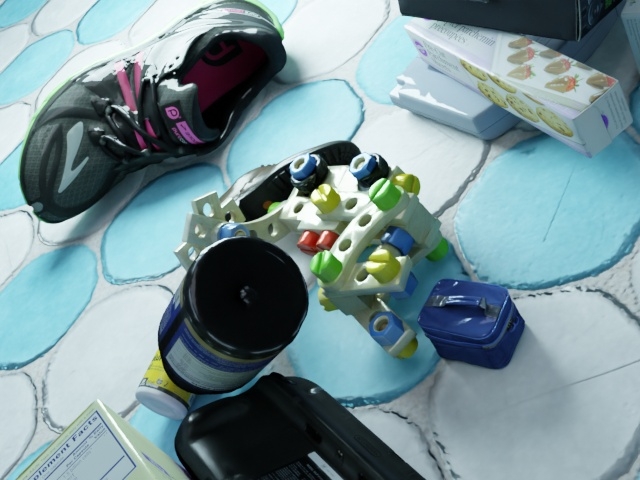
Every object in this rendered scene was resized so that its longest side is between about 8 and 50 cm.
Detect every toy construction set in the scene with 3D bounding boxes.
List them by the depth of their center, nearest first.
[{"bbox_3d":[0.000,0.000,1.004,0.328,0.151,0.215,13,66,35],"label":"toy construction set"}]

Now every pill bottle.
[{"bbox_3d":[-0.101,0.089,0.919,0.123,0.123,0.219,-65,8,-29],"label":"pill bottle"},{"bbox_3d":[-0.163,0.144,1.038,0.065,0.065,0.116,0,52,36],"label":"pill bottle"}]

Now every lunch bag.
[{"bbox_3d":[0.149,0.079,0.871,0.098,0.065,0.067,5,56,40],"label":"lunch bag"}]

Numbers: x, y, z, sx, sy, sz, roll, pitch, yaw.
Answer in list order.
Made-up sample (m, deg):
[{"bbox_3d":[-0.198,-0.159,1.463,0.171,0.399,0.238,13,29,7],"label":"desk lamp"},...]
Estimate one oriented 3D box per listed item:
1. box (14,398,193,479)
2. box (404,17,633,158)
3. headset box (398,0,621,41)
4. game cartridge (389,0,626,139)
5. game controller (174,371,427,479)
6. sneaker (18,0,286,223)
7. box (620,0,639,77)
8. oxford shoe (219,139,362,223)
[{"bbox_3d":[-0.125,0.287,0.758,0.117,0.213,0.243,-45,41,-9],"label":"box"},{"bbox_3d":[0.212,-0.193,1.005,0.063,0.067,0.324,-40,41,-3],"label":"box"},{"bbox_3d":[0.248,-0.357,1.030,0.246,0.131,0.283,20,49,37],"label":"headset box"},{"bbox_3d":[0.247,-0.255,1.127,0.297,0.062,0.198,-46,45,-10],"label":"game cartridge"},{"bbox_3d":[-0.006,0.226,0.810,0.166,0.067,0.319,-25,34,-25],"label":"game controller"},{"bbox_3d":[-0.256,-0.198,1.339,0.483,0.185,0.202,-40,36,-1],"label":"sneaker"},{"bbox_3d":[0.394,-0.245,0.970,0.087,0.101,0.102,7,57,40],"label":"box"},{"bbox_3d":[-0.053,-0.077,1.155,0.227,0.083,0.096,-27,36,11],"label":"oxford shoe"}]
